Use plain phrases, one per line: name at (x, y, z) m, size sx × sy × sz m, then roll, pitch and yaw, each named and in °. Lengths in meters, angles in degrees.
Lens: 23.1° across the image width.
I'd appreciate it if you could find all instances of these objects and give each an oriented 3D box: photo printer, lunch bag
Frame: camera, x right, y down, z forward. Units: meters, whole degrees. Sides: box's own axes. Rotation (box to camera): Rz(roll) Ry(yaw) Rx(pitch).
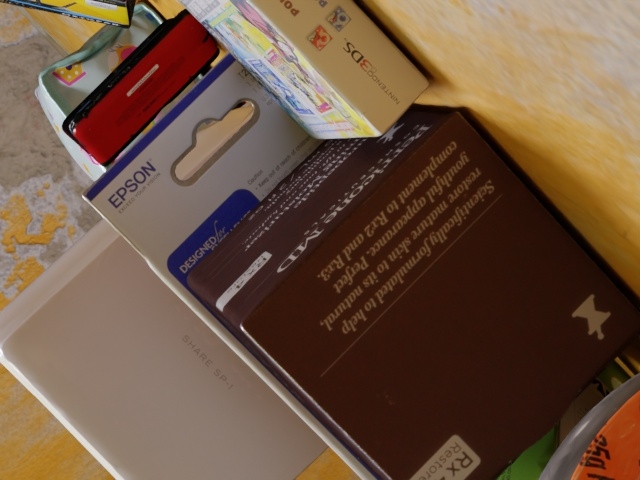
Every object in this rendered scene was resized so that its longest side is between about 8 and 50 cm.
photo printer at (-0.065, 0.059, 1.215) m, size 0.256 × 0.307 × 0.107 m, roll 49°, pitch 173°, yaw -12°
lunch bag at (-0.156, -0.096, 1.576) m, size 0.262 × 0.160 × 0.223 m, roll 51°, pitch 173°, yaw -8°

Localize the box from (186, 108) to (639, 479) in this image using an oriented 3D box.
box at (0.047, 0.035, 0.924) m, size 0.167 × 0.168 × 0.203 m, roll 47°, pitch 174°, yaw -13°

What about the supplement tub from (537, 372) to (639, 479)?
supplement tub at (0.184, 0.159, 0.614) m, size 0.207 × 0.207 × 0.338 m, roll 43°, pitch 174°, yaw 23°

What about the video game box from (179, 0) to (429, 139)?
video game box at (-0.036, -0.138, 0.901) m, size 0.187 × 0.048 × 0.205 m, roll 48°, pitch 175°, yaw -10°

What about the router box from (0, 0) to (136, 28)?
router box at (-0.251, -0.234, 1.361) m, size 0.179 × 0.046 × 0.133 m, roll 12°, pitch 177°, yaw -5°

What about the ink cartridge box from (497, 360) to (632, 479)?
ink cartridge box at (0.171, 0.184, 0.946) m, size 0.189 × 0.097 × 0.255 m, roll 45°, pitch -156°, yaw -13°

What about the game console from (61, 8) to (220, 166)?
game console at (-0.166, -0.144, 1.330) m, size 0.085 × 0.144 × 0.124 m, roll 42°, pitch 174°, yaw 20°

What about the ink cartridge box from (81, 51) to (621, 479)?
ink cartridge box at (0.029, 0.039, 1.061) m, size 0.371 × 0.176 × 0.069 m, roll 46°, pitch 175°, yaw -13°
